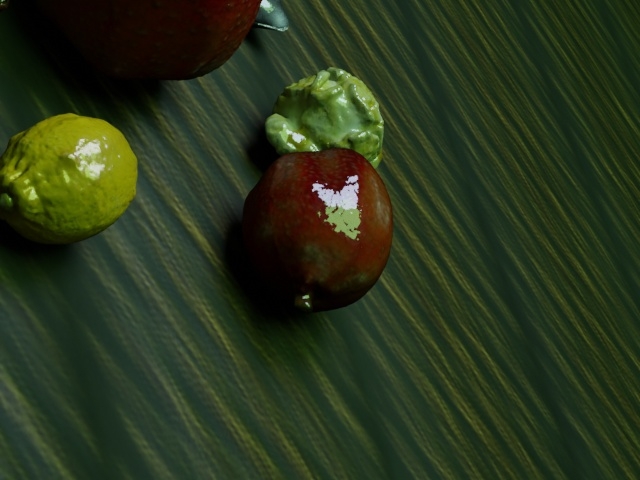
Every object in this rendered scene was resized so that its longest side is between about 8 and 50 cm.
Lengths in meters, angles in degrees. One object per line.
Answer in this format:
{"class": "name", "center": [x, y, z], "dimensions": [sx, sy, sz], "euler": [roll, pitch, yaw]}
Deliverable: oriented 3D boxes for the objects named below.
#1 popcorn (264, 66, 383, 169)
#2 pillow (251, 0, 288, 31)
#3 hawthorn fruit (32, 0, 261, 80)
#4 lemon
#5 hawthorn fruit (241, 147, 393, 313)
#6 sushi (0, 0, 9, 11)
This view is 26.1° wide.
{"class": "popcorn", "center": [0.010, -0.128, 1.573], "dimensions": [0.162, 0.141, 0.136], "euler": [19, 49, -33]}
{"class": "pillow", "center": [-0.088, -0.310, 1.677], "dimensions": [0.091, 0.055, 0.136], "euler": [27, 41, -36]}
{"class": "hawthorn fruit", "center": [-0.141, -0.297, 1.362], "dimensions": [0.254, 0.300, 0.254], "euler": [30, 43, -33]}
{"class": "lemon", "center": [-0.225, -0.053, 1.211], "dimensions": [0.114, 0.114, 0.155], "euler": [57, 32, -1]}
{"class": "hawthorn fruit", "center": [0.000, 0.000, 1.436], "dimensions": [0.169, 0.169, 0.188], "euler": [32, 39, -35]}
{"class": "sushi", "center": [-0.315, -0.256, 1.316], "dimensions": [0.061, 0.060, 0.118], "euler": [12, 52, -43]}
